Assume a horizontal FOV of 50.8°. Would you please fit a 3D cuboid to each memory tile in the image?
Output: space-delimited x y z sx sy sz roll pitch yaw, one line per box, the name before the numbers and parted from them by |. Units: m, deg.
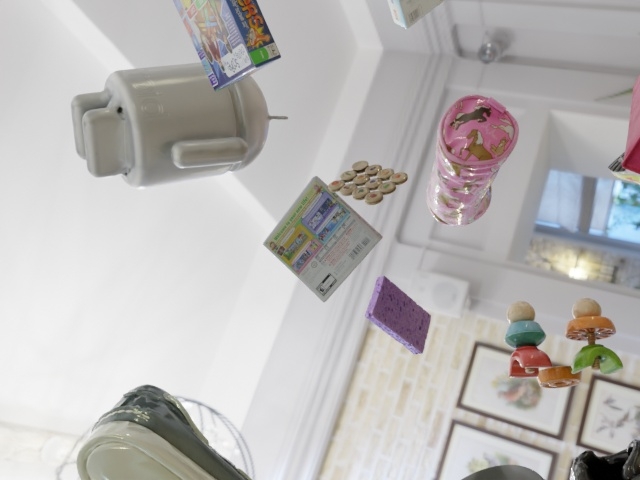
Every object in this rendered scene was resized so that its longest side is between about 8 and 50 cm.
memory tile | 0.094 -0.119 1.358 0.113 0.148 0.012 -37 -53 -26

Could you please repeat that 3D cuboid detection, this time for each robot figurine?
robot figurine | -0.239 -0.203 1.172 0.354 0.300 0.199 -15 -49 -29

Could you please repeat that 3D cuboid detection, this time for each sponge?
sponge | 0.200 0.191 1.706 0.210 0.031 0.117 39 -125 -31

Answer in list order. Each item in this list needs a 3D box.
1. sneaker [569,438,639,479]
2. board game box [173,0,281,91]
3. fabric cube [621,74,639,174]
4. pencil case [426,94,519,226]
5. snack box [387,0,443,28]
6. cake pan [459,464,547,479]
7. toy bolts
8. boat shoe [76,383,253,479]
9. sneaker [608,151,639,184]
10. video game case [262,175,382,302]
sneaker | 0.424 0.304 0.792 0.098 0.276 0.135 -35 -65 -53
board game box | -0.120 -0.261 0.817 0.035 0.201 0.136 -28 -75 -18
fabric cube | 0.586 -0.207 0.889 0.258 0.254 0.259 -53 -15 -46
pencil case | 0.318 -0.160 1.457 0.386 0.160 0.167 71 -161 -73
snack box | 0.290 -0.684 1.622 0.322 0.060 0.187 -39 -41 -8
cake pan | 0.322 0.530 1.275 0.054 0.293 0.293 61 -143 -10
toy bolts | 0.496 0.217 1.463 0.218 0.229 0.158 118 154 -61
boat shoe | -0.077 0.255 0.627 0.116 0.319 0.099 -40 15 19
sneaker | 0.675 -0.135 1.383 0.081 0.094 0.208 -44 15 3
video game case | 0.000 0.000 1.450 0.212 0.193 0.023 -51 -8 30
